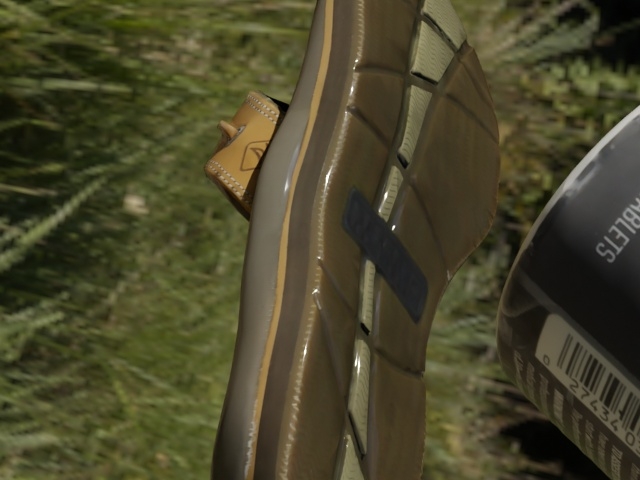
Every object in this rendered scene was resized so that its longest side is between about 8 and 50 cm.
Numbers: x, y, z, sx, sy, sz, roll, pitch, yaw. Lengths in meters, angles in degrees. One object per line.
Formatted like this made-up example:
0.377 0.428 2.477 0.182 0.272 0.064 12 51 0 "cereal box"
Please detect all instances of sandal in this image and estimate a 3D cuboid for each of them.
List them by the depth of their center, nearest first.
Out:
0.000 0.000 0.494 0.090 0.060 0.219 54 37 -40 "sandal"

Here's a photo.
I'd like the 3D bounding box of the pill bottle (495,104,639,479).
0.173 0.067 0.512 0.130 0.245 0.130 -32 147 -23 "pill bottle"
